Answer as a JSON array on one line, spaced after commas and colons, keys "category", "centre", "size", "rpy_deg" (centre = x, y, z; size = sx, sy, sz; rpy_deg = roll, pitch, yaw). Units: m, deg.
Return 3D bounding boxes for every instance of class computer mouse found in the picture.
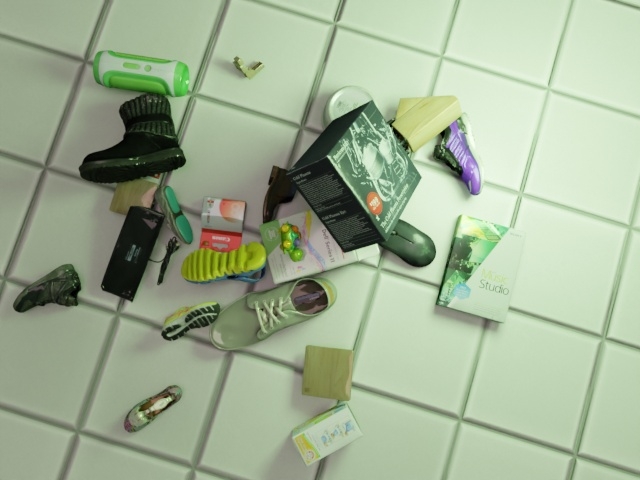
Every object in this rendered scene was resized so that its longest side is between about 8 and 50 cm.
[{"category": "computer mouse", "centre": [0.268, 0.001, 1.873], "size": [0.272, 0.072, 0.189], "rpy_deg": [25, 83, 2]}]

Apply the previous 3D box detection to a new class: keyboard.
[{"category": "keyboard", "centre": [-0.587, 0.054, 1.843], "size": [0.201, 0.033, 0.317], "rpy_deg": [23, 97, -3]}]

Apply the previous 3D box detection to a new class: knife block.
[{"category": "knife block", "centre": [0.319, -0.357, 1.859], "size": [0.275, 0.088, 0.242], "rpy_deg": [3, 70, 25]}]

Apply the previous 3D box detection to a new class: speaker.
[{"category": "speaker", "centre": [-0.606, -0.567, 1.888], "size": [0.296, 0.131, 0.131], "rpy_deg": [8, 84, 0]}]

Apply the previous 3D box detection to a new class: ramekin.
[{"category": "ramekin", "centre": [0.106, -0.428, 1.898], "size": [0.207, 0.109, 0.207], "rpy_deg": [0, 84, -1]}]

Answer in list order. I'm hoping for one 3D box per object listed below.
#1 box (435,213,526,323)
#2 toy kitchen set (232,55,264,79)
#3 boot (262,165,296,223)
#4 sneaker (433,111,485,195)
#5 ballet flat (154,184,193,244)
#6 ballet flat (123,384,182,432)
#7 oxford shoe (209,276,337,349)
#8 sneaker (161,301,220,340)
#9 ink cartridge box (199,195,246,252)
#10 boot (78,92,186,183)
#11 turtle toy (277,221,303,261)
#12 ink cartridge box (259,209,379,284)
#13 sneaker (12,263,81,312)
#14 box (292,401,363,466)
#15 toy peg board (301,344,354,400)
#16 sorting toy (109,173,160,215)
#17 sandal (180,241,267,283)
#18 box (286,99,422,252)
[{"category": "box", "centre": [0.543, 0.094, 1.876], "size": [0.232, 0.058, 0.322], "rpy_deg": [15, 83, 0]}, {"category": "toy kitchen set", "centre": [-0.257, -0.623, 1.935], "size": [0.075, 0.083, 0.068], "rpy_deg": [-42, 45, -5]}, {"category": "boot", "centre": [-0.131, -0.148, 1.862], "size": [0.106, 0.082, 0.219], "rpy_deg": [13, 66, -7]}, {"category": "sneaker", "centre": [0.462, -0.283, 1.900], "size": [0.146, 0.102, 0.294], "rpy_deg": [-13, 79, 0]}, {"category": "ballet flat", "centre": [-0.497, -0.081, 1.870], "size": [0.068, 0.072, 0.213], "rpy_deg": [-17, 100, 27]}, {"category": "ballet flat", "centre": [-0.550, 0.546, 1.794], "size": [0.221, 0.079, 0.077], "rpy_deg": [-33, 86, -4]}, {"category": "oxford shoe", "centre": [-0.157, 0.231, 1.813], "size": [0.449, 0.130, 0.169], "rpy_deg": [-20, 87, -2]}, {"category": "sneaker", "centre": [-0.429, 0.244, 1.823], "size": [0.208, 0.094, 0.081], "rpy_deg": [-23, 125, 0]}, {"category": "ink cartridge box", "centre": [-0.335, -0.053, 1.881], "size": [0.145, 0.045, 0.179], "rpy_deg": [7, 81, 0]}, {"category": "boot", "centre": [-0.633, -0.336, 1.816], "size": [0.347, 0.131, 0.260], "rpy_deg": [-15, 75, -29]}, {"category": "turtle toy", "centre": [-0.092, 0.004, 1.733], "size": [0.066, 0.095, 0.130], "rpy_deg": [-7, 86, -13]}, {"category": "ink cartridge box", "centre": [0.000, 0.000, 1.820], "size": [0.353, 0.119, 0.207], "rpy_deg": [-17, 84, 6]}, {"category": "sneaker", "centre": [-0.889, 0.189, 1.821], "size": [0.227, 0.087, 0.130], "rpy_deg": [-34, 79, -10]}, {"category": "box", "centre": [0.019, 0.616, 1.779], "size": [0.203, 0.114, 0.103], "rpy_deg": [-28, 86, -4]}, {"category": "toy peg board", "centre": [0.031, 0.433, 1.830], "size": [0.160, 0.079, 0.161], "rpy_deg": [3, 83, 15]}, {"category": "sorting toy", "centre": [-0.626, -0.152, 1.884], "size": [0.132, 0.046, 0.275], "rpy_deg": [15, 84, 1]}, {"category": "sandal", "centre": [-0.309, 0.096, 1.826], "size": [0.317, 0.138, 0.126], "rpy_deg": [-4, 60, 17]}, {"category": "box", "centre": [0.116, -0.197, 1.706], "size": [0.312, 0.179, 0.343], "rpy_deg": [52, 46, -20]}]
